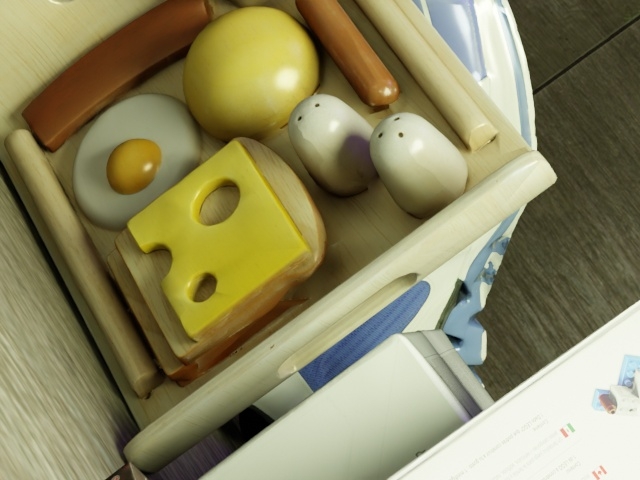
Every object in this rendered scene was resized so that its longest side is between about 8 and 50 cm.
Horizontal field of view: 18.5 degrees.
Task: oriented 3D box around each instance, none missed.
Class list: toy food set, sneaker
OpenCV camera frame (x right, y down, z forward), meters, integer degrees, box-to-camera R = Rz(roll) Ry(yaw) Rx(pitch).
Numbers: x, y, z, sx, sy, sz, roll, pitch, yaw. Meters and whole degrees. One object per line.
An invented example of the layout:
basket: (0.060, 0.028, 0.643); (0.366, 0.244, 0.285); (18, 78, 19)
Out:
toy food set: (-0.055, -0.063, 0.917); (0.092, 0.219, 0.306); (47, 7, -50)
sneaker: (0.000, 0.001, 1.046); (0.127, 0.182, 0.316); (47, -39, 48)

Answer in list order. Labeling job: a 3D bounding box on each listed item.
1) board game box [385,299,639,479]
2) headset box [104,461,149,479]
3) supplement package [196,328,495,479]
board game box: (0.097, 0.148, 0.679); (0.305, 0.053, 0.193); (-29, 79, -42)
headset box: (-0.059, 0.109, 0.529); (0.032, 0.062, 0.083); (50, 6, -31)
supplement package: (0.033, 0.131, 0.862); (0.139, 0.134, 0.244); (53, 4, 7)
